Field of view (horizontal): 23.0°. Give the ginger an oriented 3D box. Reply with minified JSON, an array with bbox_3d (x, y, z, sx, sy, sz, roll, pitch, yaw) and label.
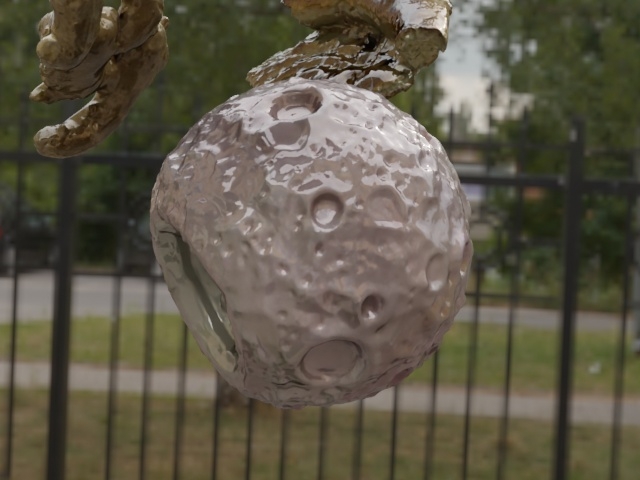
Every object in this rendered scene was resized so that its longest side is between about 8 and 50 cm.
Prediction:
[{"bbox_3d":[-0.179,-0.167,1.273,0.065,0.149,0.258,38,-23,12],"label":"ginger"}]

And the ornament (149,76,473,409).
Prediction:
[{"bbox_3d":[0.000,0.000,1.218,0.225,0.259,0.259,-28,12,-19],"label":"ornament"}]

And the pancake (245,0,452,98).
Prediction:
[{"bbox_3d":[0.024,-0.181,1.381,0.257,0.212,0.056,-20,-55,32],"label":"pancake"}]
